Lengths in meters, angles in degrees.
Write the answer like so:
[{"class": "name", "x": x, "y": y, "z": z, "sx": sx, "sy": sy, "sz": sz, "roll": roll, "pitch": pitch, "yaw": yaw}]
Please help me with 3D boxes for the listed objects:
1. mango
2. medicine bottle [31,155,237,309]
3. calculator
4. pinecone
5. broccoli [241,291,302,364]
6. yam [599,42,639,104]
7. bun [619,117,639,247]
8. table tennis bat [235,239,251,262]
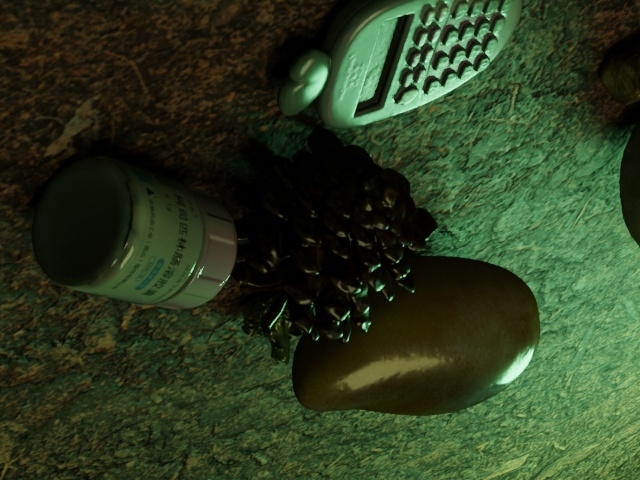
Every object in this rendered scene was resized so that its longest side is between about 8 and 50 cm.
[{"class": "mango", "x": 0.121, "y": 0.128, "z": 1.808, "sx": 0.384, "sy": 0.199, "sz": 0.221, "roll": -14, "pitch": 146, "yaw": -33}, {"class": "medicine bottle", "x": -0.178, "y": -0.004, "z": 1.382, "sx": 0.135, "sy": 0.135, "sz": 0.168, "roll": -43, "pitch": 150, "yaw": 18}, {"class": "calculator", "x": 0.083, "y": -0.197, "z": 1.440, "sx": 0.299, "sy": 0.041, "sz": 0.185, "roll": -20, "pitch": 148, "yaw": -27}, {"class": "pinecone", "x": -0.001, "y": 0.002, "z": 1.493, "sx": 0.229, "sy": 0.202, "sz": 0.201, "roll": -2, "pitch": 123, "yaw": -43}, {"class": "broccoli", "x": -0.057, "y": 0.107, "z": 1.717, "sx": 0.095, "sy": 0.092, "sz": 0.097, "roll": 11, "pitch": 161, "yaw": -37}, {"class": "yam", "x": 0.512, "y": -0.258, "z": 1.743, "sx": 0.357, "sy": 0.081, "sz": 0.081, "roll": -25, "pitch": 150, "yaw": -16}, {"class": "bun", "x": 0.573, "y": -0.062, "z": 1.832, "sx": 0.365, "sy": 0.219, "sz": 0.365, "roll": 2, "pitch": 121, "yaw": 3}, {"class": "table tennis bat", "x": -0.017, "y": -0.018, "z": 1.623, "sx": 0.201, "sy": 0.033, "sz": 0.124, "roll": -20, "pitch": 149, "yaw": -26}]
